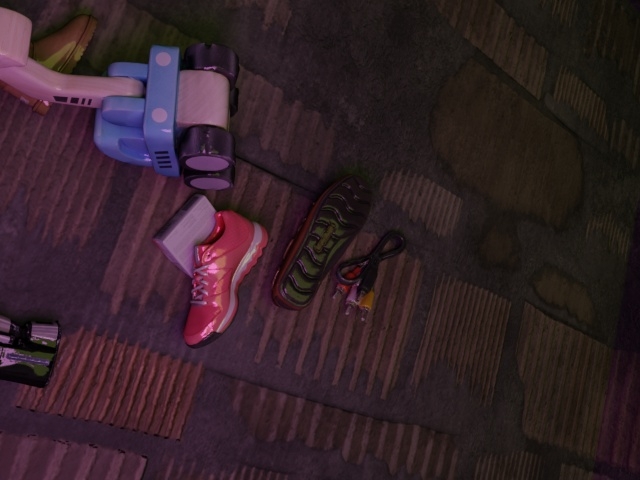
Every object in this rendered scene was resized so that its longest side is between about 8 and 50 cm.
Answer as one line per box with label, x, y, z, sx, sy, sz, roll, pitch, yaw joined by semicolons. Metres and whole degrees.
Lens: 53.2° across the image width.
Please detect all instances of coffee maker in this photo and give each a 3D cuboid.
coffee maker;-0.575;0.209;1.137;0.178;0.120;0.171;21;99;-33

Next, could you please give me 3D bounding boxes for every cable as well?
cable;0.122;0.068;1.692;0.139;0.072;0.287;40;53;-10

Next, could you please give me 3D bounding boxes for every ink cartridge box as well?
ink cartridge box;-0.266;0.009;1.414;0.145;0.045;0.179;-52;135;-26

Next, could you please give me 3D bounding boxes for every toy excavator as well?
toy excavator;-0.374;-0.253;1.167;0.445;0.433;0.222;2;78;-7

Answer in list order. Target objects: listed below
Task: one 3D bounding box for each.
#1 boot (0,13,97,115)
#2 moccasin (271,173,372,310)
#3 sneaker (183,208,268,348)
boot;-0.575;-0.390;1.163;0.269;0.089;0.236;33;69;-29
moccasin;0.003;0.002;1.549;0.139;0.147;0.380;31;74;-16
sneaker;-0.236;0.073;1.368;0.136;0.116;0.314;39;63;-36
